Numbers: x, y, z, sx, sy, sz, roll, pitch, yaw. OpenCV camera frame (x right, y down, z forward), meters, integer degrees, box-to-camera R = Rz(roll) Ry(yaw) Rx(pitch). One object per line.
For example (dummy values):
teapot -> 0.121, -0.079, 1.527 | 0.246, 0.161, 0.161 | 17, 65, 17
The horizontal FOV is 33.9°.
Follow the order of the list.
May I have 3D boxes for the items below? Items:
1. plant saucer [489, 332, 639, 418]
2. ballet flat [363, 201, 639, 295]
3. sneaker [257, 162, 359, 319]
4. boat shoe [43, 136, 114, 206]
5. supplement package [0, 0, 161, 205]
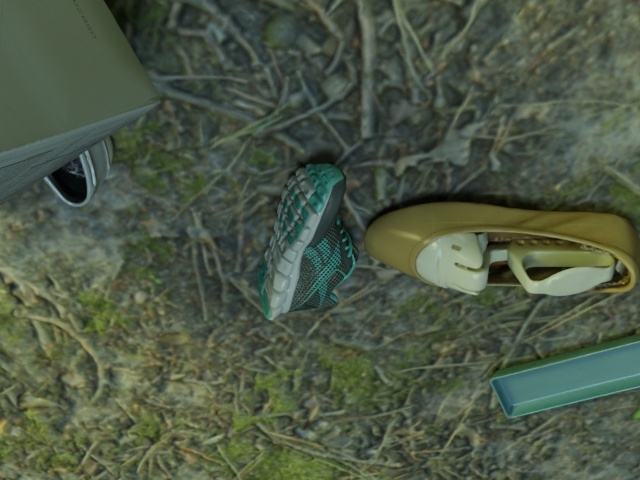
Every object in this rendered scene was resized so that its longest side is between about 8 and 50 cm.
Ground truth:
plant saucer -> 0.263, 0.125, 1.010 | 0.192, 0.018, 0.067 | -18, 129, 15
ballet flat -> 0.152, 0.011, 0.871 | 0.232, 0.073, 0.080 | -1, 132, 3
sneaker -> 0.000, 0.000, 0.885 | 0.076, 0.065, 0.166 | 1, 138, -22
boat shoe -> -0.211, -0.104, 0.782 | 0.066, 0.063, 0.184 | -7, 131, 8
supplement package -> -0.288, -0.095, 0.658 | 0.262, 0.198, 0.199 | -28, 95, 24
